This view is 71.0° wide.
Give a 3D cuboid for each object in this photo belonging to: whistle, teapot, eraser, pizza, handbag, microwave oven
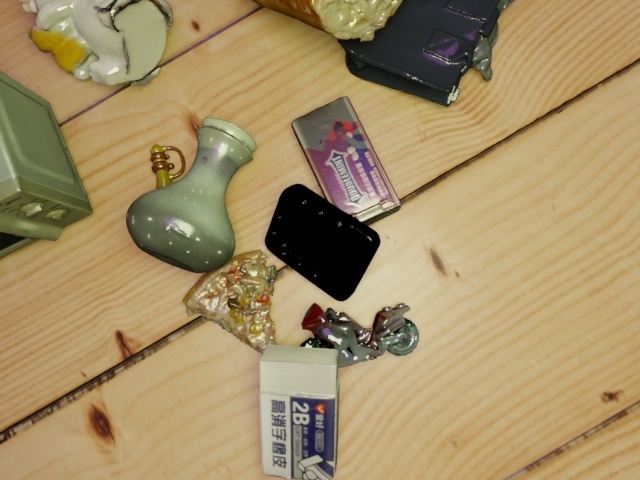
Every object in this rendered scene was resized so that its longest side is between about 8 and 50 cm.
[{"bbox_3d":[-0.289,-0.135,0.841,0.057,0.046,0.109,-15,76,17],"label":"whistle"},{"bbox_3d":[-0.206,-0.078,0.773,0.183,0.183,0.251,19,73,6],"label":"teapot"},{"bbox_3d":[-0.033,0.276,0.721,0.124,0.068,0.210,3,107,8],"label":"eraser"},{"bbox_3d":[-0.138,0.126,0.794,0.185,0.052,0.195,-34,82,3],"label":"pizza"},{"bbox_3d":[0.213,-0.412,0.799,0.269,0.118,0.326,27,88,14],"label":"handbag"},{"bbox_3d":[-0.634,-0.096,0.774,0.355,0.218,0.286,-26,81,1],"label":"microwave oven"}]

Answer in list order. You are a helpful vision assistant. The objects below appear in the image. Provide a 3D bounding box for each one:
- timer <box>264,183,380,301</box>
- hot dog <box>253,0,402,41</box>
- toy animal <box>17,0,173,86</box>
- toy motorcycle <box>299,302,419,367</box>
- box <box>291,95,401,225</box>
[{"bbox_3d":[0.000,0.000,0.764,0.187,0.055,0.144,35,125,16],"label":"timer"},{"bbox_3d":[0.010,-0.542,0.744,0.365,0.196,0.367,38,90,38],"label":"hot dog"},{"bbox_3d":[-0.428,-0.441,0.824,0.310,0.183,0.247,37,82,13],"label":"toy animal"},{"bbox_3d":[0.058,0.153,0.763,0.213,0.082,0.122,-12,93,-6],"label":"toy motorcycle"},{"bbox_3d":[0.044,-0.133,0.801,0.120,0.069,0.224,-26,82,2],"label":"box"}]
